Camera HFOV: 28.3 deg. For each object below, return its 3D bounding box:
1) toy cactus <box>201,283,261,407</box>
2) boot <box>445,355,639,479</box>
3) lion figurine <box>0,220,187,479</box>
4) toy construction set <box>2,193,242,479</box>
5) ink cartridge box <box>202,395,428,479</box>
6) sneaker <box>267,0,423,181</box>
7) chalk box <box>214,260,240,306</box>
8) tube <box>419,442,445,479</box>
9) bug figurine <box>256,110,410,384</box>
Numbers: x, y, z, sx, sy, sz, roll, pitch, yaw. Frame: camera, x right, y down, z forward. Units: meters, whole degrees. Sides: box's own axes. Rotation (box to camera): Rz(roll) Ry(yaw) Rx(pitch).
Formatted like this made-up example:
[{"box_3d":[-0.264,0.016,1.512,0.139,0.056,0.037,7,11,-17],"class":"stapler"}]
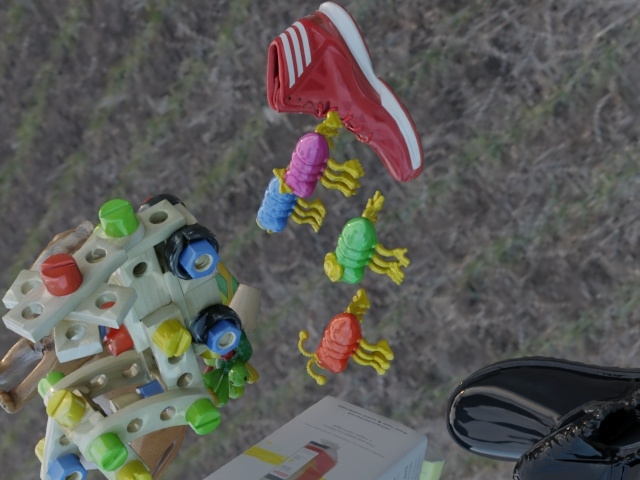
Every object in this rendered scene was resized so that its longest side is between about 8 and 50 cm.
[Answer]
[{"box_3d":[-0.137,0.150,1.844,0.112,0.181,0.219,17,177,-5],"class":"toy cactus"},{"box_3d":[0.189,0.160,1.031,0.246,0.207,0.094,-4,96,27],"class":"boot"},{"box_3d":[-0.274,0.176,1.626,0.142,0.240,0.392,29,155,54],"class":"lion figurine"},{"box_3d":[-0.176,0.084,1.097,0.151,0.215,0.328,49,159,28],"class":"toy construction set"},{"box_3d":[-0.038,0.391,1.530,0.160,0.384,0.279,20,111,23],"class":"ink cartridge box"},{"box_3d":[0.015,-0.142,1.412,0.221,0.128,0.087,59,161,-4],"class":"sneaker"},{"box_3d":[-0.243,0.065,2.100,0.132,0.132,0.213,28,169,23],"class":"chalk box"},{"box_3d":[0.117,0.405,1.817,0.070,0.062,0.240,41,120,51],"class":"tube"},{"box_3d":[0.000,0.000,1.322,0.216,0.072,0.279,111,143,-48],"class":"bug figurine"}]
